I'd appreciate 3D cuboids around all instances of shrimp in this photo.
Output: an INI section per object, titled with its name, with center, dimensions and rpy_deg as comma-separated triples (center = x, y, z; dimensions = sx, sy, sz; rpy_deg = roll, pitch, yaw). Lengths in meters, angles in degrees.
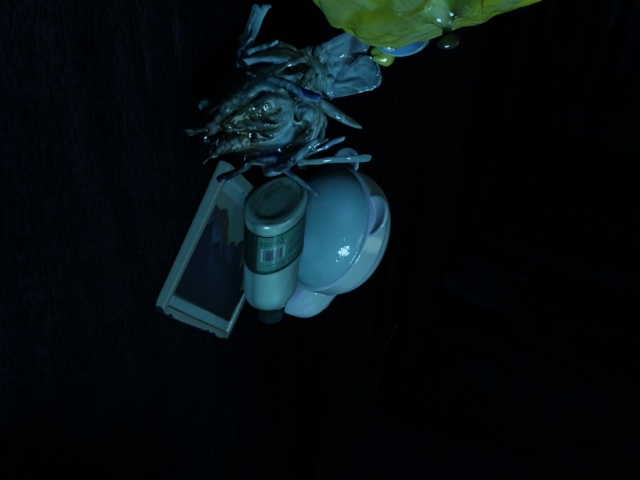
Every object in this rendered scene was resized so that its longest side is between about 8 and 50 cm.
[shrimp]
center = -0.031, -0.156, 1.201
dimensions = 0.410, 0.166, 0.222
rpy_deg = -63, 137, -72

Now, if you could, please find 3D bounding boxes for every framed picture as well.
[framed picture]
center = -0.121, 0.022, 1.365
dimensions = 0.192, 0.018, 0.265
rpy_deg = -66, 165, -6

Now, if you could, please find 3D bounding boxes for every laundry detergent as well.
[laundry detergent]
center = -0.060, 0.026, 1.408
dimensions = 0.226, 0.070, 0.099
rpy_deg = 94, 20, -47

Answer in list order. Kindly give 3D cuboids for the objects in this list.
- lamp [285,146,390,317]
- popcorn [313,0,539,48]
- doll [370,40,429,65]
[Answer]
[lamp]
center = -0.003, 0.000, 1.508
dimensions = 0.107, 0.179, 0.246
rpy_deg = 15, 124, -33
[popcorn]
center = 0.123, -0.389, 1.169
dimensions = 0.349, 0.348, 0.382
rpy_deg = -7, 79, -73
[doll]
center = 0.111, -0.342, 1.512
dimensions = 0.135, 0.099, 0.241
rpy_deg = -39, 154, -16
